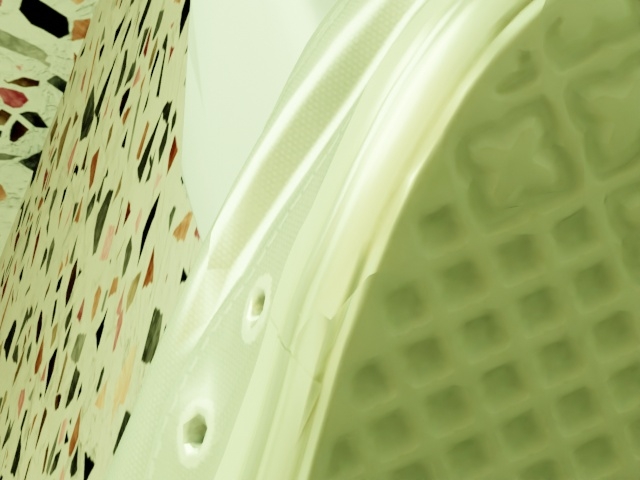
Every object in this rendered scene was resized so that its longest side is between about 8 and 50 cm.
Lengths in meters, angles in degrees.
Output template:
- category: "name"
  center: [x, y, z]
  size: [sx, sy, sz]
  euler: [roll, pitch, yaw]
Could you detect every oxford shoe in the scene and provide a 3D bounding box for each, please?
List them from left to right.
- category: "oxford shoe"
  center: [-0.008, 0.120, 0.478]
  size: [0.449, 0.169, 0.130]
  euler: [-65, 19, 14]

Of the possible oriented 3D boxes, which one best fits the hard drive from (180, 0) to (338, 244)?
- category: "hard drive"
  center: [0.000, 0.000, 0.758]
  size: [0.318, 0.040, 0.210]
  euler: [-110, 20, -46]
